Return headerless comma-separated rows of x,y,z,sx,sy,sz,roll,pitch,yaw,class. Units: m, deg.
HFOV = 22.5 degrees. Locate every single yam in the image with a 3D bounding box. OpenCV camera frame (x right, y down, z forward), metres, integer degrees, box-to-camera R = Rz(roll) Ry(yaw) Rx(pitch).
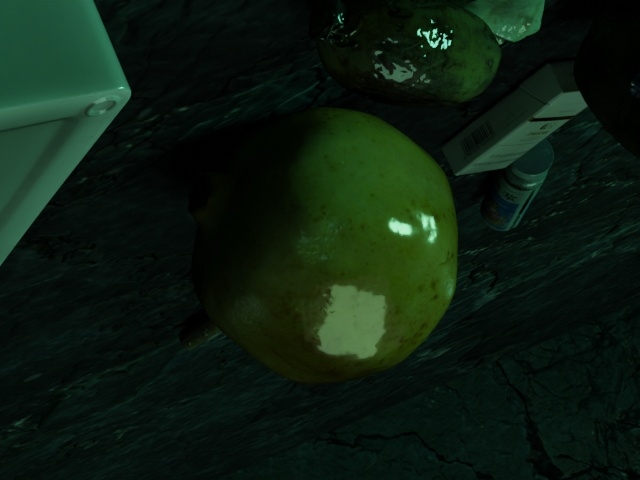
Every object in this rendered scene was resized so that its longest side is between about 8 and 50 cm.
-0.095,0.074,1.734,0.145,0.032,0.032,-34,164,27,yam

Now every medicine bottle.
0.211,-0.061,1.739,0.051,0.051,0.191,-23,165,-11,medicine bottle

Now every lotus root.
0.060,-0.132,1.108,0.179,0.089,0.081,9,102,-46,lotus root

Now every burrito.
0.131,-0.177,1.186,0.074,0.044,0.118,-19,165,3,burrito

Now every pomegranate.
0.006,0.003,1.271,0.233,0.233,0.233,-24,166,-6,pomegranate

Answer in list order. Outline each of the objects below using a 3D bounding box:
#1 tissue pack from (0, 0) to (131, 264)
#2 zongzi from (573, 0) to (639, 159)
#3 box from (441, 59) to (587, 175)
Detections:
-0.224,-0.061,0.798,0.159,0.136,0.246,-15,162,-38,tissue pack
0.443,-0.239,1.315,0.403,0.208,0.432,0,133,-36,zongzi
0.196,-0.117,1.530,0.084,0.040,0.154,-8,157,-45,box
